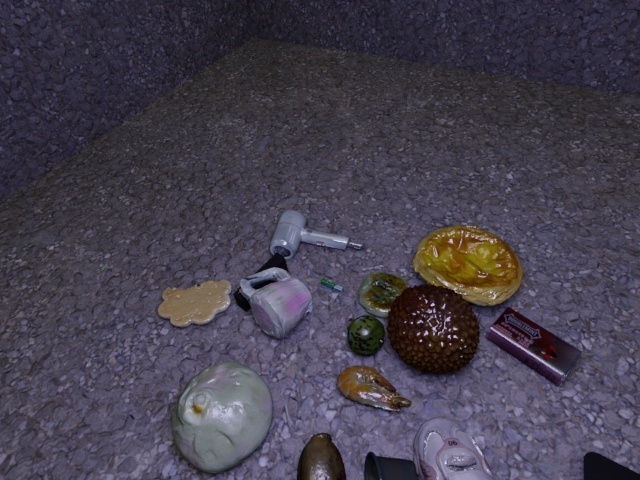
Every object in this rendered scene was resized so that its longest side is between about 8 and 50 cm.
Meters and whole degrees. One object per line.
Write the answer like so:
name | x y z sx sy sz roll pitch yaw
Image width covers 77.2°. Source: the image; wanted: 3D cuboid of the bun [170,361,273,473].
bun | -0.267 0.442 1.063 0.284 0.179 0.283 -3 45 3

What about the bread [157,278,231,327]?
bread | -0.431 0.220 1.381 0.251 0.039 0.181 -9 48 -1

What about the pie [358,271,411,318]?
pie | 0.215 0.176 1.337 0.187 0.041 0.186 -4 47 5

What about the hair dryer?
hair dryer | 0.000 0.000 1.499 0.358 0.107 0.173 10 52 7

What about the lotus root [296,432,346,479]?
lotus root | 0.005 0.585 0.934 0.123 0.124 0.241 -4 47 -11

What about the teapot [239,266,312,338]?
teapot | -0.136 0.196 1.297 0.222 0.163 0.178 21 41 41

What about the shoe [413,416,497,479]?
shoe | 0.330 0.550 0.875 0.172 0.198 0.350 -13 49 -7

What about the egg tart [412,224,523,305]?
egg tart | 0.478 0.091 1.320 0.342 0.132 0.341 -3 48 3

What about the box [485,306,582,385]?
box | 0.610 0.299 1.158 0.120 0.069 0.224 -36 52 -24

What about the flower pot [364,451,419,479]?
flower pot | 0.168 0.572 0.918 0.107 0.157 0.157 3 47 -6

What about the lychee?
lychee | 0.312 0.239 1.120 0.268 0.267 0.267 -4 48 4

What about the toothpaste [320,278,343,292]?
toothpaste | 0.040 0.157 1.390 0.083 0.020 0.017 21 56 24

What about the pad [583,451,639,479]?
pad | 0.713 0.662 0.812 0.376 0.063 0.315 25 41 16

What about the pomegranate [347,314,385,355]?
pomegranate | 0.126 0.278 1.213 0.122 0.122 0.161 -35 30 -23

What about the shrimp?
shrimp | 0.152 0.413 1.126 0.217 0.051 0.115 13 49 22

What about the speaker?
speaker | -0.203 0.142 1.393 0.044 0.082 0.218 28 56 28
